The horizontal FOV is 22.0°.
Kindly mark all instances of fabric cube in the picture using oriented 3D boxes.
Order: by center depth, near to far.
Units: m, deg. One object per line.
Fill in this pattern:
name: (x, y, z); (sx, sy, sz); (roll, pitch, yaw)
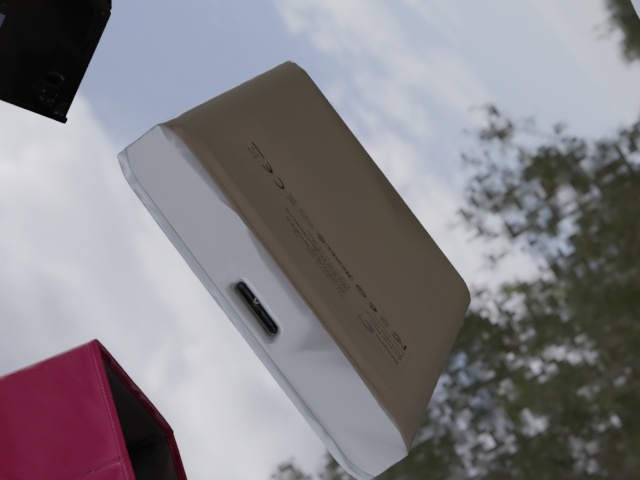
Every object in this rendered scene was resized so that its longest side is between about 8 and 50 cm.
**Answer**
fabric cube: (-0.259, 0.287, 1.539); (0.254, 0.258, 0.259); (67, -178, -61)

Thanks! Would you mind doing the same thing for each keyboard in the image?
keyboard: (-0.200, -0.112, 0.893); (0.180, 0.108, 0.023); (19, -173, -46)

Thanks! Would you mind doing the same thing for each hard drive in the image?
hard drive: (0.000, 0.000, 1.085); (0.233, 0.047, 0.353); (53, -164, -3)

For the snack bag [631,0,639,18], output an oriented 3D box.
snack bag: (0.133, -0.260, 0.347); (0.037, 0.323, 0.342); (-3, -115, -59)
